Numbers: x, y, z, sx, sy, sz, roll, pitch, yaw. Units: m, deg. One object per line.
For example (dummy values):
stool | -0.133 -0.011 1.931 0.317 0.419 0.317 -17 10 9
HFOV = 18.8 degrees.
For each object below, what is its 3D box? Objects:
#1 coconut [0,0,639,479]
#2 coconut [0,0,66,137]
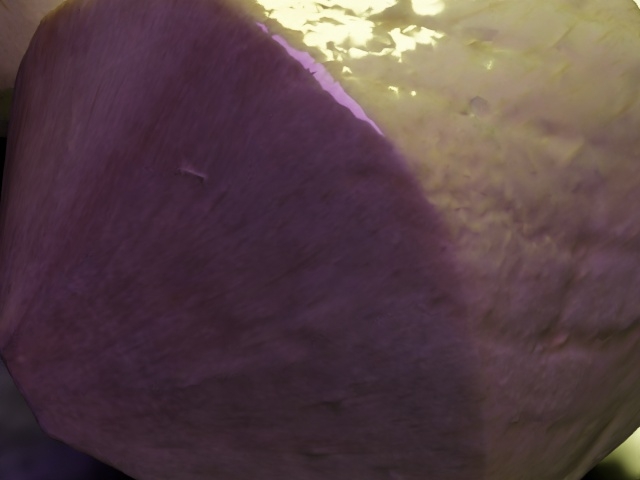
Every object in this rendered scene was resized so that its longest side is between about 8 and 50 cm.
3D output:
coconut | 0.000 0.000 1.051 0.415 0.345 0.415 -22 8 3
coconut | -0.188 -0.174 1.297 0.259 0.259 0.259 -2 49 3
